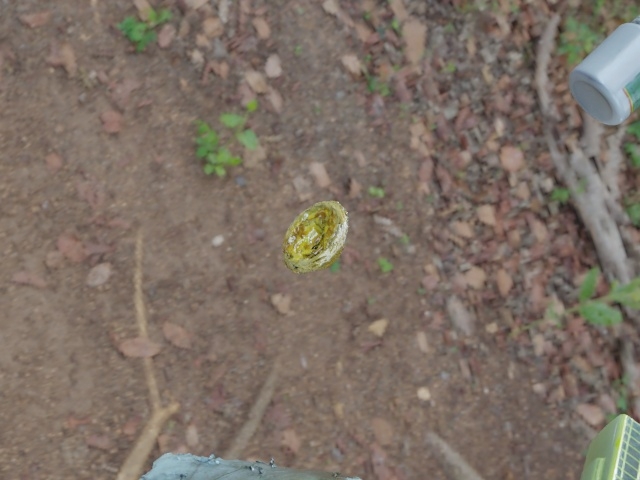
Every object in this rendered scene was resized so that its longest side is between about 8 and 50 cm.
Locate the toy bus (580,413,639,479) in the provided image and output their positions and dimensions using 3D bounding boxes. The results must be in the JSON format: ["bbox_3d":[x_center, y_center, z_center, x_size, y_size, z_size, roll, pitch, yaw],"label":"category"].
[{"bbox_3d":[0.380,0.309,1.380,0.101,0.088,0.175,37,34,2],"label":"toy bus"}]

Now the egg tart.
[{"bbox_3d":[0.000,0.000,1.633,0.049,0.128,0.129,40,51,-36],"label":"egg tart"}]

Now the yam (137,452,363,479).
[{"bbox_3d":[-0.086,0.391,1.387,0.241,0.348,0.241,9,78,-47],"label":"yam"}]

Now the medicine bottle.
[{"bbox_3d":[0.345,-0.196,1.211,0.130,0.080,0.080,-42,107,-9],"label":"medicine bottle"}]
